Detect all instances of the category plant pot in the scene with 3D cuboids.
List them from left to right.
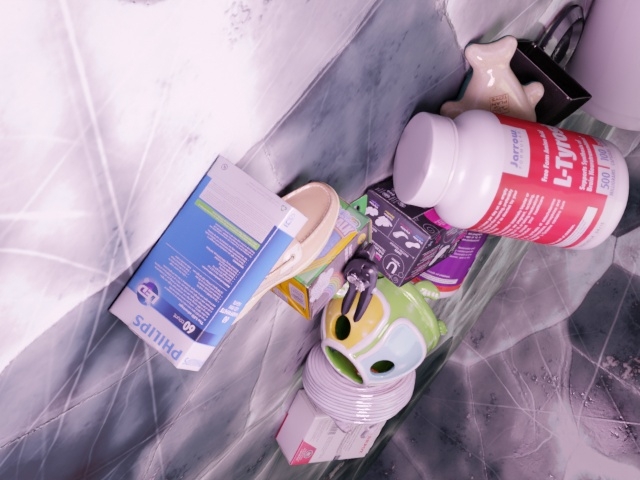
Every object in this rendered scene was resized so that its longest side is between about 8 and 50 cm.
[{"bbox_3d":[0.451,-0.313,1.948,0.167,0.188,0.187,-51,164,28],"label":"plant pot"}]

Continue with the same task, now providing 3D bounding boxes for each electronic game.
[{"bbox_3d":[0.564,-0.458,2.138,0.229,0.048,0.229,-45,157,-26],"label":"electronic game"}]

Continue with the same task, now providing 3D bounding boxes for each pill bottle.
[{"bbox_3d":[0.291,-0.037,2.015,0.181,0.181,0.323,-28,148,-51],"label":"pill bottle"},{"bbox_3d":[0.358,-0.121,1.703,0.407,0.229,0.229,10,125,-19],"label":"pill bottle"}]

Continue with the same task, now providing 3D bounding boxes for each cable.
[{"bbox_3d":[0.085,0.303,2.012,0.257,0.257,0.089,-28,136,-37],"label":"cable"}]

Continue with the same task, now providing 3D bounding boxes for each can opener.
[{"bbox_3d":[0.068,0.084,1.501,0.073,0.059,0.186,-42,156,-33],"label":"can opener"}]

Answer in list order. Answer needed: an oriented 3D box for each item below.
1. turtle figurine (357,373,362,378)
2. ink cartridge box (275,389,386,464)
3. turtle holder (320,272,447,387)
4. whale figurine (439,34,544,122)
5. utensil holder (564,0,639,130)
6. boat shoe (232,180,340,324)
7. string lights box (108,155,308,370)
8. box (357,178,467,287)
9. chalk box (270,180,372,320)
[{"bbox_3d":[0.043,0.425,2.353,0.217,0.087,0.269,-51,147,5],"label":"turtle figurine"},{"bbox_3d":[0.032,0.462,2.233,0.237,0.100,0.172,3,125,-36],"label":"ink cartridge box"},{"bbox_3d":[0.118,0.168,1.868,0.227,0.243,0.320,-46,159,-21],"label":"turtle holder"},{"bbox_3d":[0.340,-0.297,1.800,0.216,0.141,0.272,-14,129,-1],"label":"whale figurine"},{"bbox_3d":[0.824,-0.524,2.222,0.327,0.327,0.385,-40,154,-34],"label":"utensil holder"},{"bbox_3d":[-0.086,0.010,1.361,0.302,0.109,0.098,-43,159,-15],"label":"boat shoe"},{"bbox_3d":[-0.151,0.032,1.200,0.260,0.133,0.077,-54,161,1],"label":"string lights box"},{"bbox_3d":[0.187,-0.034,1.812,0.247,0.163,0.142,-25,149,-53],"label":"box"},{"bbox_3d":[0.000,0.000,1.497,0.213,0.132,0.132,-47,158,-22],"label":"chalk box"}]
